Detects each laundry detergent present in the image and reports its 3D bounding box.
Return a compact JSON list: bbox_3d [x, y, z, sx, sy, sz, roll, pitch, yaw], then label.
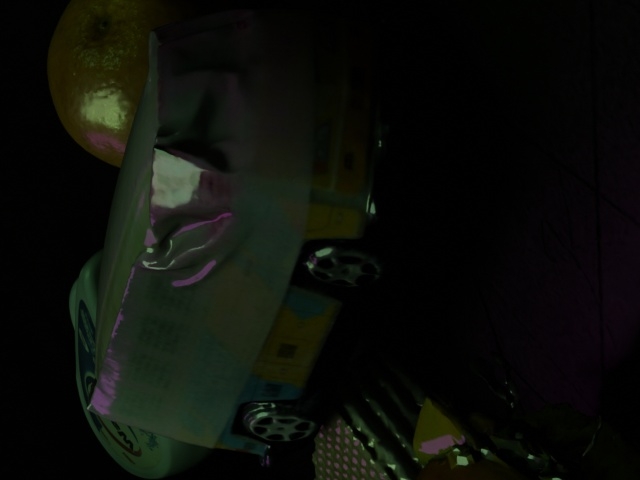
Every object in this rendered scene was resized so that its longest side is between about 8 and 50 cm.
[{"bbox_3d":[-0.173,0.123,1.841,0.215,0.105,0.280,59,160,7],"label":"laundry detergent"}]

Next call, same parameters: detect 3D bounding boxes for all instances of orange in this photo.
[{"bbox_3d":[-0.114,-0.121,1.370,0.154,0.155,0.134,43,-172,40],"label":"orange"}]

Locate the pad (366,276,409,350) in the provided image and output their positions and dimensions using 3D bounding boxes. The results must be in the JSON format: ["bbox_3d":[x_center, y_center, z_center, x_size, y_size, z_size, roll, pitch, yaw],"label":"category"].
[{"bbox_3d":[0.000,0.000,1.442,0.190,0.004,0.127,29,141,55],"label":"pad"}]

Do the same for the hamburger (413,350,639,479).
[{"bbox_3d":[0.151,0.194,1.147,0.243,0.138,0.262,40,150,40],"label":"hamburger"}]

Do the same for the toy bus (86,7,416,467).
[{"bbox_3d":[-0.057,0.002,1.272,0.386,0.162,0.171,112,159,-58],"label":"toy bus"}]

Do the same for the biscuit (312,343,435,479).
[{"bbox_3d":[0.054,0.257,1.523,0.144,0.078,0.426,49,154,33],"label":"biscuit"}]

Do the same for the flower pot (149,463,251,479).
[{"bbox_3d":[-0.146,0.352,1.862,0.265,0.243,0.265,48,152,36],"label":"flower pot"}]
